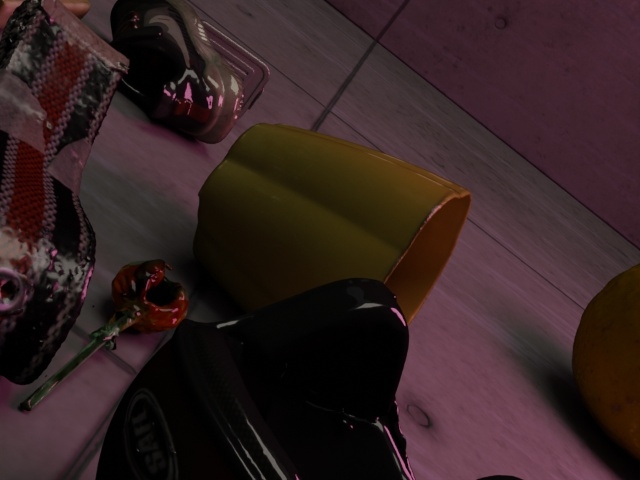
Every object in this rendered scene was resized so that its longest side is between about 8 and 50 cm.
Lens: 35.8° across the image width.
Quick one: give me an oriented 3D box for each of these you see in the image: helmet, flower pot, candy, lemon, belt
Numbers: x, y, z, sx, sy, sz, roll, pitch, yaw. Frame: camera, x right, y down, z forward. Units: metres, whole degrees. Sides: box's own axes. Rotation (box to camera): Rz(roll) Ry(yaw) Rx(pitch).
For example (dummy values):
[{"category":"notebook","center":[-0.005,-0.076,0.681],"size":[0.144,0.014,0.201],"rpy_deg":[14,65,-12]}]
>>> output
[{"category":"helmet","center":[-0.003,0.125,0.466],"size":[0.216,0.193,0.189],"rpy_deg":[38,11,-41]},{"category":"flower pot","center":[0.000,0.000,0.814],"size":[0.179,0.195,0.195],"rpy_deg":[31,16,17]},{"category":"candy","center":[-0.136,0.061,0.625],"size":[0.055,0.049,0.185],"rpy_deg":[33,26,3]},{"category":"lemon","center":[0.428,0.152,1.143],"size":[0.253,0.253,0.310],"rpy_deg":[28,21,-30]},{"category":"belt","center":[-0.198,-0.049,0.643],"size":[0.094,0.126,0.359],"rpy_deg":[40,22,-29]}]

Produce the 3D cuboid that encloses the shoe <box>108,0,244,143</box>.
[{"category":"shoe","center":[-0.176,-0.195,1.057],"size":[0.112,0.099,0.227],"rpy_deg":[-2,44,-53]}]

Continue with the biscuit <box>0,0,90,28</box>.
[{"category":"biscuit","center":[-0.296,-0.246,1.006],"size":[0.056,0.052,0.188],"rpy_deg":[56,19,-1]}]

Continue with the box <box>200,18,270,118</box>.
[{"category":"box","center":[-0.128,-0.211,1.202],"size":[0.122,0.084,0.069],"rpy_deg":[34,12,-19]}]
